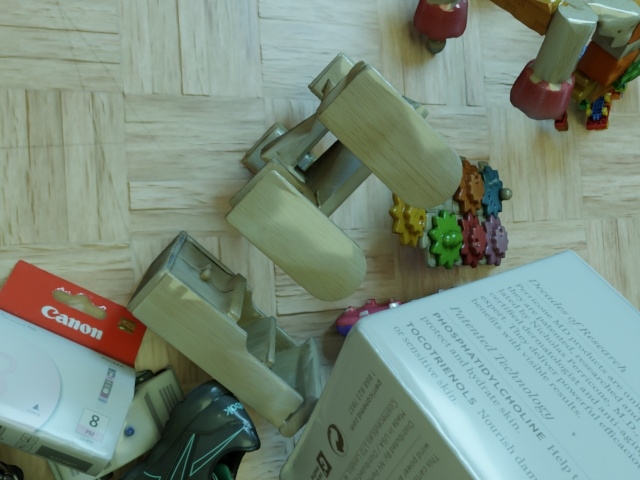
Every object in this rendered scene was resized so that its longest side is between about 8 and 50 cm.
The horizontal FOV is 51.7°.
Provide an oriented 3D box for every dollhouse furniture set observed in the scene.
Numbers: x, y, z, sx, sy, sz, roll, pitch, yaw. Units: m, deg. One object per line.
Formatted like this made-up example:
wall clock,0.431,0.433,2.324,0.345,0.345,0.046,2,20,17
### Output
dollhouse furniture set,0.000,0.000,0.815,0.256,0.362,0.394,42,101,-14

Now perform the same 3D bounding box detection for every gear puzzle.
gear puzzle,0.205,-0.045,0.983,0.339,0.044,0.176,0,87,-50

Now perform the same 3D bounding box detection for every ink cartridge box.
ink cartridge box,-0.301,0.128,0.760,0.189,0.066,0.232,29,42,-19

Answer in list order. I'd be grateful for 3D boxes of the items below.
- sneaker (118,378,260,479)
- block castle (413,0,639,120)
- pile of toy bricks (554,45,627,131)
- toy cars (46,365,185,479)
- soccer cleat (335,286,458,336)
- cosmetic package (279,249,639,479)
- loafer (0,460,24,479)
sneaker,-0.175,0.297,0.801,0.106,0.101,0.267,41,102,22
block castle,0.405,-0.382,1.040,0.453,0.213,0.303,-30,62,-24
pile of toy bricks,0.482,-0.249,1.171,0.105,0.118,0.212,54,49,-41
toy cars,-0.332,0.202,0.779,0.393,0.087,0.177,21,75,-26
soccer cleat,0.141,0.131,1.007,0.248,0.083,0.095,-8,95,-26
cosmetic package,0.224,0.265,0.795,0.393,0.329,0.327,-13,50,-36
loafer,-0.354,0.298,0.729,0.303,0.109,0.095,60,33,-21
